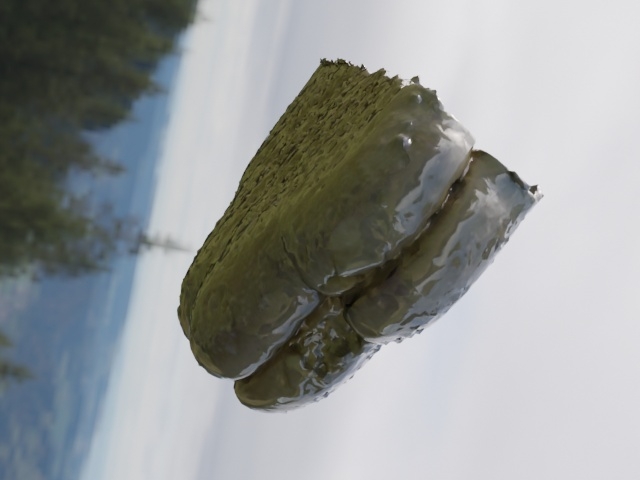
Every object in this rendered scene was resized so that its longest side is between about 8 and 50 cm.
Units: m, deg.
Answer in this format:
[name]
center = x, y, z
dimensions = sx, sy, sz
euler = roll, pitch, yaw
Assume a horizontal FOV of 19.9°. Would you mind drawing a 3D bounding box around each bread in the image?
[bread]
center = 0.005, 0.002, 0.968
dimensions = 0.183, 0.102, 0.337
euler = -54, -170, 1
